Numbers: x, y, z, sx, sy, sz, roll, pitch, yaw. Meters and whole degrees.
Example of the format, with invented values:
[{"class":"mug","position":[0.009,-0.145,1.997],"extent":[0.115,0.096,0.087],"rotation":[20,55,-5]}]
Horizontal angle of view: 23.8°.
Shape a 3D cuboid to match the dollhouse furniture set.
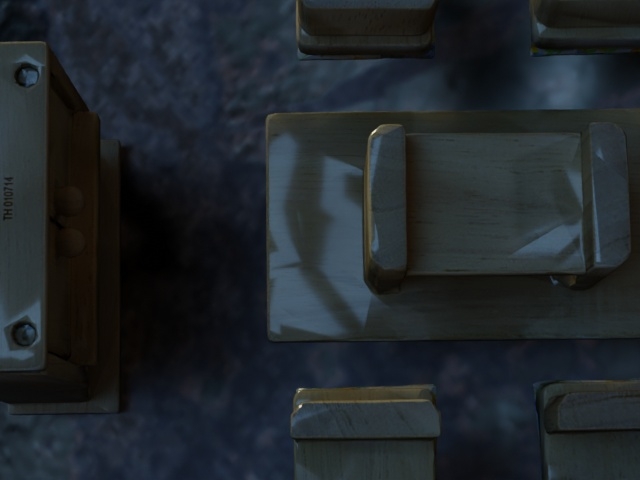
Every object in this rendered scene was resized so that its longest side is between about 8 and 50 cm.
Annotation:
[{"class":"dollhouse furniture set","position":[0.000,0.000,0.513],"extent":[0.242,0.161,0.212],"rotation":[-1,81,0]}]
